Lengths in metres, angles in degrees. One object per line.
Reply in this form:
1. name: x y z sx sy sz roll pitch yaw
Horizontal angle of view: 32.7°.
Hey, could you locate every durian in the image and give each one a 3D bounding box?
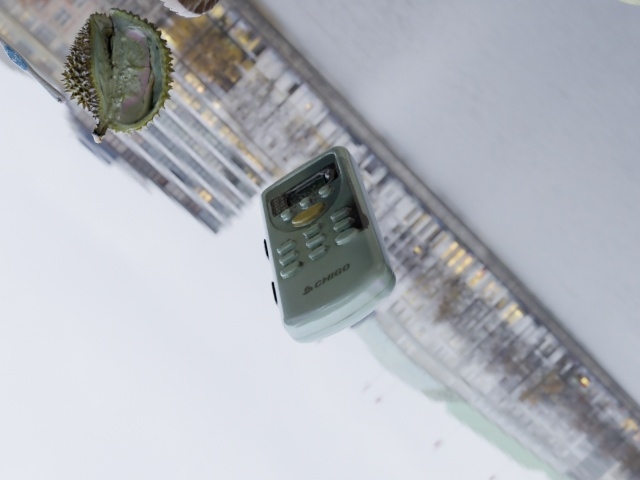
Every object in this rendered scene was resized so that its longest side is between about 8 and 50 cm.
1. durian: -0.361 -0.276 1.925 0.193 0.237 0.138 22 167 -13

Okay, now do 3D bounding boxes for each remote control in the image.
1. remote control: 0.000 0.000 1.264 0.056 0.140 0.296 50 -166 -31

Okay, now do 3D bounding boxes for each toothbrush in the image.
1. toothbrush: -0.376 -0.226 1.369 0.162 0.014 0.017 42 -164 6

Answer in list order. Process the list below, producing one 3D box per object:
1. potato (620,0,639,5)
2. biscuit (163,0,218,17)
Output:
1. potato: 0.467 -0.452 1.615 0.228 0.148 0.197 51 -135 -41
2. biscuit: -0.176 -0.461 1.470 0.040 0.318 0.318 5 172 18
